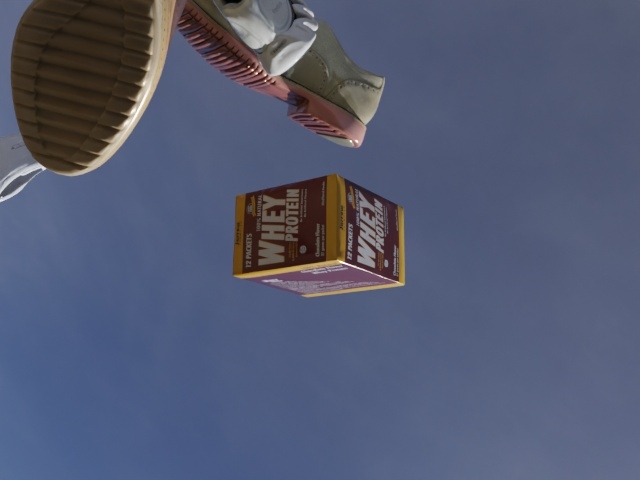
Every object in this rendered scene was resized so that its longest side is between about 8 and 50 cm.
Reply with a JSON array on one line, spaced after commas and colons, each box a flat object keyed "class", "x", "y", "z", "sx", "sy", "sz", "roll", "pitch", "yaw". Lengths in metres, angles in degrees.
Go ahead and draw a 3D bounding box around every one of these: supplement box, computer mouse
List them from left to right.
[{"class": "computer mouse", "x": -0.381, "y": -0.116, "z": 1.047, "sx": 0.106, "sy": 0.193, "sz": 0.042, "roll": 32, "pitch": -46, "yaw": 3}, {"class": "supplement box", "x": 0.000, "y": 0.000, "z": 1.239, "sx": 0.191, "sy": 0.194, "sz": 0.129, "roll": -10, "pitch": -108, "yaw": 34}]

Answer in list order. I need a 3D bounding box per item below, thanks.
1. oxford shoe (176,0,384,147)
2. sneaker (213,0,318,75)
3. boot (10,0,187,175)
[{"class": "oxford shoe", "x": -0.068, "y": -0.304, "z": 1.281, "sx": 0.397, "sy": 0.146, "sz": 0.140, "roll": 32, "pitch": -7, "yaw": -30}, {"class": "sneaker", "x": -0.092, "y": -0.335, "z": 1.059, "sx": 0.110, "sy": 0.118, "sz": 0.292, "roll": -44, "pitch": -141, "yaw": 18}, {"class": "boot", "x": -0.110, "y": -0.176, "z": 0.551, "sx": 0.090, "sy": 0.207, "sz": 0.248, "roll": 23, "pitch": -68, "yaw": 0}]
